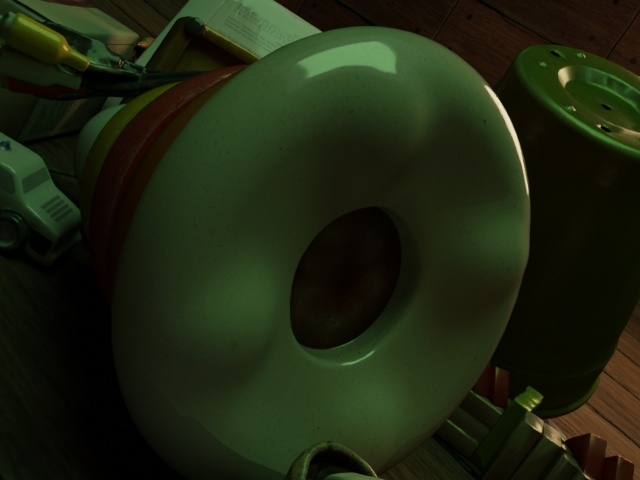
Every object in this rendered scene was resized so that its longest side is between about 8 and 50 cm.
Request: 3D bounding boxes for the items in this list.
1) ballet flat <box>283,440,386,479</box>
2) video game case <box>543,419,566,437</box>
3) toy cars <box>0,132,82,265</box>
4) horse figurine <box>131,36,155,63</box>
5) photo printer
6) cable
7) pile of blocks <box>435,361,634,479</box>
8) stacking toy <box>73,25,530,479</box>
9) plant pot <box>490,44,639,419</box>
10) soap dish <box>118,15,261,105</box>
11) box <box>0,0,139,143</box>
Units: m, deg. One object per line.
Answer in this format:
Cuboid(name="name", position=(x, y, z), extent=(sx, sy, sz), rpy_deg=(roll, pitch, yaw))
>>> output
Cuboid(name="ballet flat", position=(0.067, 0.214, 0.500), extent=(0.107, 0.106, 0.316), rpy_deg=(9, 16, -43))
Cuboid(name="video game case", position=(0.251, 0.218, 1.159), extent=(0.122, 0.011, 0.087), rpy_deg=(23, 17, -32))
Cuboid(name="toy cars", position=(-0.357, -0.120, 0.868), extent=(0.393, 0.087, 0.176), rpy_deg=(42, 18, 34))
Cuboid(name="horse figurine", position=(-0.291, -0.318, 1.706), extent=(0.263, 0.066, 0.174), rpy_deg=(32, 20, -8))
Cuboid(name="photo printer", position=(-0.127, -0.191, 1.232), extent=(0.256, 0.307, 0.107), rpy_deg=(32, -26, 0))
Cuboid(name="cable", position=(-0.213, -0.154, 0.933), extent=(0.287, 0.139, 0.072), rpy_deg=(20, 61, -10))
Cuboid(name="pile of blocks", position=(0.244, 0.227, 0.914), extent=(0.149, 0.113, 0.362), rpy_deg=(17, 21, -45))
Cuboid(name="stacking toy", position=(-0.097, -0.035, 0.784), extent=(0.350, 0.351, 0.480), rpy_deg=(19, 7, -42))
Cuboid(name="plant pot", position=(0.271, -0.033, 1.121), extent=(0.366, 0.353, 0.366), rpy_deg=(16, 38, -13))
Cuboid(name="soap dish", position=(-0.102, -0.114, 1.083), extent=(0.291, 0.229, 0.118), rpy_deg=(31, -17, -4))
Cuboid(name="box", position=(-0.341, -0.219, 1.106), extent=(0.127, 0.149, 0.232), rpy_deg=(32, 14, 1))
